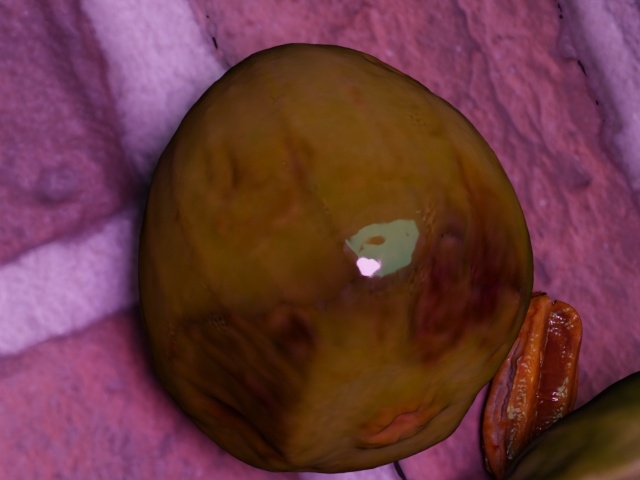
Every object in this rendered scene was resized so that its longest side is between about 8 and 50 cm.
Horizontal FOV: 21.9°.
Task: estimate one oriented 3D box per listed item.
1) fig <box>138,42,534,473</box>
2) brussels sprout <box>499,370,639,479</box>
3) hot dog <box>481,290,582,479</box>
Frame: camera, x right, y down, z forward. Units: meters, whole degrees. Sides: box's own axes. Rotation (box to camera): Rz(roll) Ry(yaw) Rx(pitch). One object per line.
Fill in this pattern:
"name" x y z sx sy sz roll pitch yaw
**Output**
"fig" 0.000 0.000 0.986 0.239 0.239 0.271 2 47 -26
"brussels sprout" 0.228 0.229 1.010 0.371 0.315 0.276 -6 57 -22
"hot dog" 0.144 0.102 1.130 0.062 0.038 0.144 20 67 -18
